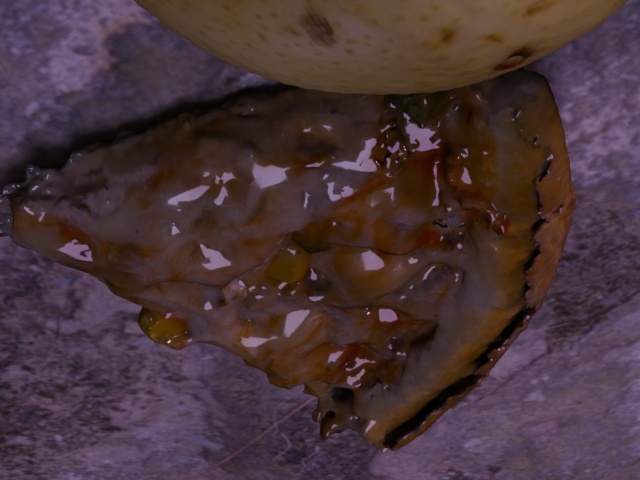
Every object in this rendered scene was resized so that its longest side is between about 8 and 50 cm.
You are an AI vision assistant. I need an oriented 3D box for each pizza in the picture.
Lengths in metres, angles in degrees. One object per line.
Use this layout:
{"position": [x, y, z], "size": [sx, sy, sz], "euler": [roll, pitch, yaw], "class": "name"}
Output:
{"position": [0.032, 0.003, 0.950], "size": [0.435, 0.080, 0.392], "euler": [29, 133, -36], "class": "pizza"}

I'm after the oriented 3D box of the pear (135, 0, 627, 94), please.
{"position": [0.018, -0.210, 0.504], "size": [0.309, 0.309, 0.309], "euler": [-1, 142, -1], "class": "pear"}
